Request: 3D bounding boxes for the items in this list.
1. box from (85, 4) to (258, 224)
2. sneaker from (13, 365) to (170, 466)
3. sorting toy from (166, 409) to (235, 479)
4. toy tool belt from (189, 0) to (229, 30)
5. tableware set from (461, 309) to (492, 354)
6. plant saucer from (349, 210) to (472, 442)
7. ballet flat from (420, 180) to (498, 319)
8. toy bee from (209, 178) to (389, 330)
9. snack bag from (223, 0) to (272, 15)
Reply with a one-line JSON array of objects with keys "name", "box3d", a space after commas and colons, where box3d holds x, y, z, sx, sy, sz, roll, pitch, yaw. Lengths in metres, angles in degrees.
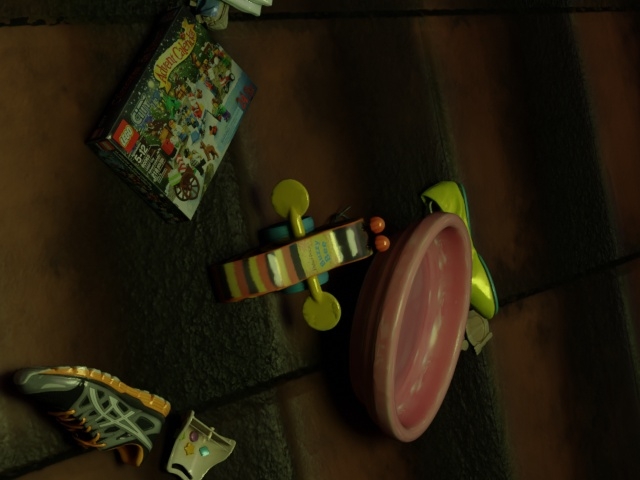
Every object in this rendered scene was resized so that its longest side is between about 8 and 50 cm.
[{"name": "box", "box3d": [-0.183, -0.160, 1.594, 0.159, 0.044, 0.233, 47, 51, -33]}, {"name": "sneaker", "box3d": [-0.256, 0.195, 1.419, 0.215, 0.084, 0.083, 30, 66, -43]}, {"name": "sorting toy", "box3d": [-0.158, 0.260, 1.550, 0.083, 0.045, 0.075, 43, 60, -36]}, {"name": "toy tool belt", "box3d": [-0.148, -0.321, 1.659, 0.051, 0.052, 0.083, 13, 72, -56]}, {"name": "tableware set", "box3d": [0.227, 0.108, 2.028, 0.141, 0.020, 0.168, -18, 97, -48]}, {"name": "plant saucer", "box3d": [0.126, 0.117, 1.792, 0.332, 0.084, 0.332, 12, 90, -68]}, {"name": "ballet flat", "box3d": [0.210, 0.019, 1.980, 0.077, 0.077, 0.231, -11, 81, -21]}, {"name": "toy bee", "box3d": [0.000, 0.000, 1.686, 0.195, 0.162, 0.298, 59, 46, -21]}, {"name": "snack bag", "box3d": [-0.179, -0.498, 1.614, 0.343, 0.037, 0.323, 21, 70, -33]}]
